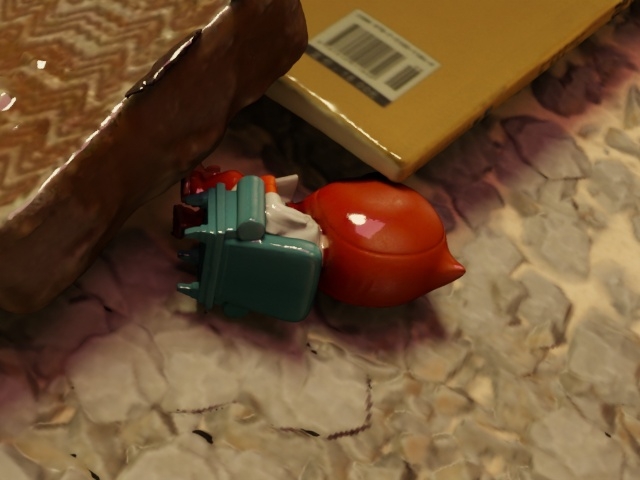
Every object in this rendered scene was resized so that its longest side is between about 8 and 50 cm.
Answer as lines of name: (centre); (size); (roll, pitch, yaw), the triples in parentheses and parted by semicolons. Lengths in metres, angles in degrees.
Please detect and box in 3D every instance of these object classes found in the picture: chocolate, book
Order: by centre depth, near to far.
chocolate: (-0.118, -0.067, 0.652); (0.148, 0.093, 0.214); (32, 68, 31)
book: (0.058, -0.192, 0.849); (0.269, 0.032, 0.389); (35, 49, 22)

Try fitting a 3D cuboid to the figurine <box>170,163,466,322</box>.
figurine: (0.000, 0.000, 0.690); (0.140, 0.068, 0.075); (4, 43, -15)
